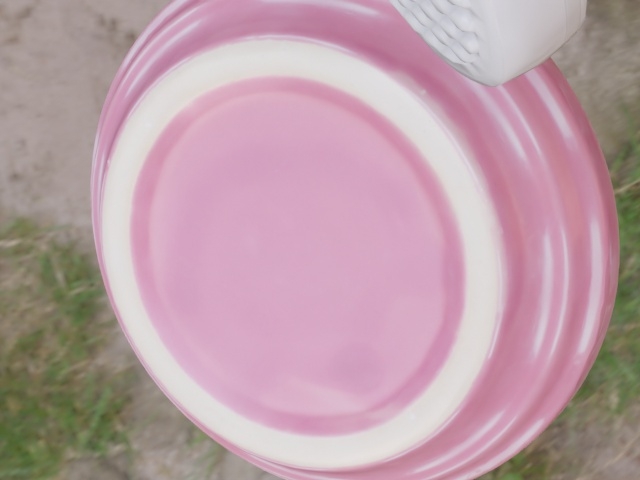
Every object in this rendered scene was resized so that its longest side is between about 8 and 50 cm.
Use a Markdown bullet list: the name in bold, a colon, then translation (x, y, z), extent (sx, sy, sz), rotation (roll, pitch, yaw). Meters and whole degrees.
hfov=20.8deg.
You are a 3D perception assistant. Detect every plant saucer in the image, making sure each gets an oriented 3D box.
- **plant saucer**: translation (0.000, 0.000, 0.994), extent (0.332, 0.084, 0.332), rotation (8, 108, 24)

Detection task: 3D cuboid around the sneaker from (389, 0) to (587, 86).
- **sneaker**: translation (0.046, -0.226, 0.462), extent (0.150, 0.135, 0.366), rotation (-20, 112, -10)
